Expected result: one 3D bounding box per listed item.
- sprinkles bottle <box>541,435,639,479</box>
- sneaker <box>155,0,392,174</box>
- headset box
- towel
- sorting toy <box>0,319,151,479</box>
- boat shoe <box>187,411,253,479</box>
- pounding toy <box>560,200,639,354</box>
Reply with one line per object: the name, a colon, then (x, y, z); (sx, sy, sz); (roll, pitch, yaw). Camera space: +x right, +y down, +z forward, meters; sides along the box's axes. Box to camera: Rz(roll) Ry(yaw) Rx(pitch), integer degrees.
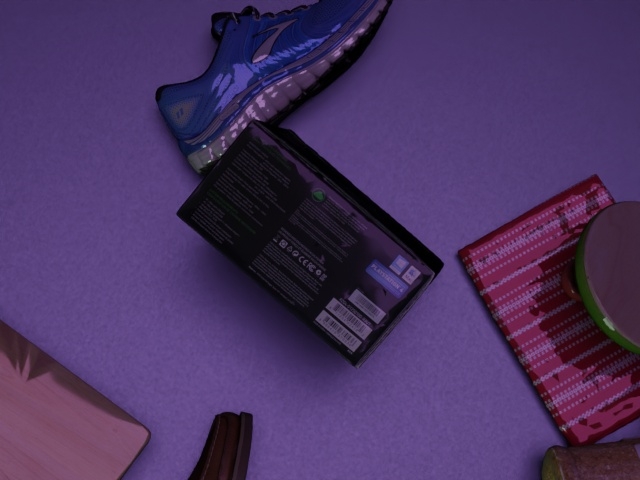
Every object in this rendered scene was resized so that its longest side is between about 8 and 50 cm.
sprinkles bottle: (0.431, 0.268, 1.804); (0.355, 0.121, 0.121); (-6, 80, -5)
sneaker: (-0.050, -0.228, 1.855); (0.330, 0.130, 0.147); (-40, 87, -10)
headset box: (0.000, 0.000, 1.748); (0.246, 0.283, 0.131); (41, 95, 5)
towel: (0.308, 0.085, 1.874); (0.199, 0.031, 0.275); (-29, 83, -9)
sorting toy: (-0.360, 0.240, 1.766); (0.257, 0.089, 0.255); (36, 79, 3)
boat shoe: (-0.154, 0.324, 1.754); (0.104, 0.111, 0.307); (17, 79, -2)
pounding toy: (0.362, 0.056, 1.830); (0.237, 0.110, 0.183); (-5, 71, -32)
